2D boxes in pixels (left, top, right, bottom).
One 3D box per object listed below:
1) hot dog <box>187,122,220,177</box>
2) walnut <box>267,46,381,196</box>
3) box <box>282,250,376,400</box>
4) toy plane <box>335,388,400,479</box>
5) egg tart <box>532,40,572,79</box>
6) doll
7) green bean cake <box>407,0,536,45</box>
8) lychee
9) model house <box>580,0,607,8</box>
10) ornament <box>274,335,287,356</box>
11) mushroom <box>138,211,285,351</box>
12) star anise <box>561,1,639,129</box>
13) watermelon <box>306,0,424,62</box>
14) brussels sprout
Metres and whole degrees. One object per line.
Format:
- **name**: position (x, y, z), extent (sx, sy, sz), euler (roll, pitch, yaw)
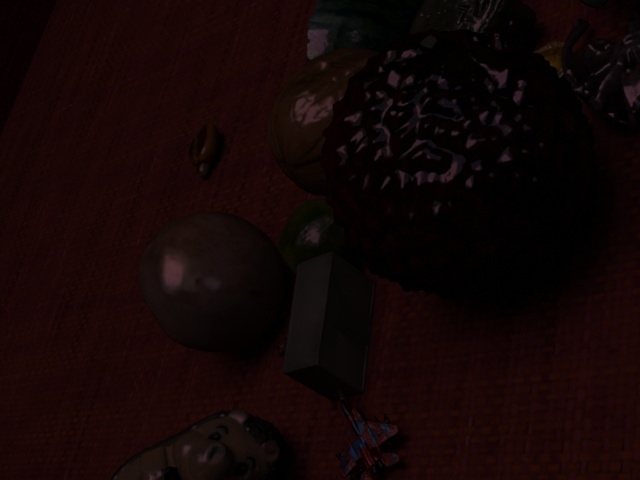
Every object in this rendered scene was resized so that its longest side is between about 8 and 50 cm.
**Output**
- **hot dog**: position (-0.281, -0.221, 2.474), extent (0.090, 0.060, 0.140), euler (-34, 35, 31)
- **walnut**: position (0.056, -0.227, 1.921), extent (0.313, 0.252, 0.277), euler (-38, -9, -20)
- **box**: position (0.018, 0.154, 1.801), extent (0.086, 0.129, 0.225), euler (-20, 49, 37)
- **toy plane**: position (0.068, 0.318, 1.681), extent (0.130, 0.061, 0.189), euler (-44, 34, 15)
- **egg tart**: position (0.410, -0.306, 1.804), extent (0.105, 0.039, 0.105), euler (-28, 44, 31)
- **doll**: position (-0.218, 0.437, 1.765), extent (0.349, 0.247, 0.247), euler (-37, 38, 0)
- **green bean cake**: position (0.271, -0.384, 1.922), extent (0.227, 0.125, 0.223), euler (38, 105, 56)
- **lychee**: position (0.216, -0.136, 1.561), extent (0.500, 0.424, 0.425), euler (115, 156, -43)
- **model house**: position (0.523, -0.511, 1.652), extent (0.298, 0.243, 0.284), euler (-26, 55, 14)
- **ornament**: position (-0.045, 0.217, 1.906), extent (0.125, 0.028, 0.073), euler (5, 65, 47)
- **mushroom**: position (-0.219, 0.101, 2.036), extent (0.290, 0.297, 0.297), euler (112, 165, -54)
- **star anise**: position (0.522, -0.281, 1.612), extent (0.316, 0.139, 0.359), euler (-10, 40, 34)
- **watermelon**: position (0.048, -0.389, 2.118), extent (0.319, 0.222, 0.292), euler (-25, 42, 33)
- **brussels sprout**: position (-0.005, 0.000, 1.935), extent (0.180, 0.143, 0.162), euler (150, 121, -62)
